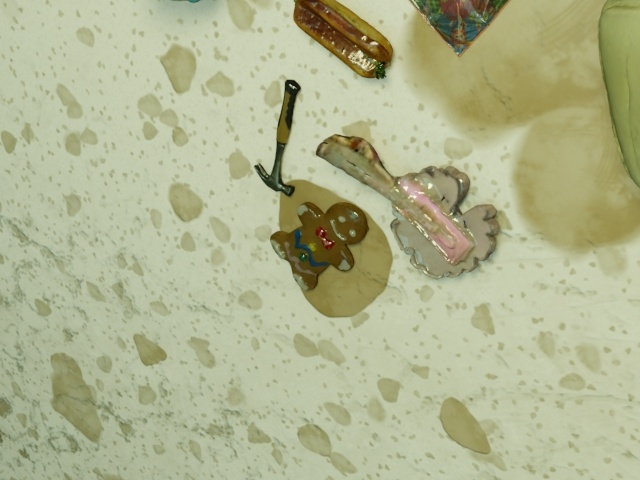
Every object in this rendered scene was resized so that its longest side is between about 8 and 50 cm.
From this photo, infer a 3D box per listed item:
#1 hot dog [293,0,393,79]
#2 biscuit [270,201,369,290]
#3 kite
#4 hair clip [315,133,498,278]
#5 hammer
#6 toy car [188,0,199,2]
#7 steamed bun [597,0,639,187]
[{"bbox_3d":[0.036,-0.303,1.225,0.188,0.055,0.072,41,133,11],"label":"hot dog"},{"bbox_3d":[0.000,0.000,1.429,0.205,0.031,0.138,-32,93,40],"label":"biscuit"},{"bbox_3d":[0.186,-0.327,1.137,0.190,0.010,0.159,8,118,31],"label":"kite"},{"bbox_3d":[0.129,-0.068,1.272,0.300,0.069,0.173,39,132,-1],"label":"hair clip"},{"bbox_3d":[-0.066,-0.172,1.388,0.078,0.021,0.201,27,126,22],"label":"hammer"},{"bbox_3d":[-0.213,-0.482,1.222,0.190,0.188,0.255,-23,97,32],"label":"toy car"},{"bbox_3d":[0.423,-0.168,0.887,0.273,0.272,0.290,-14,101,40],"label":"steamed bun"}]
